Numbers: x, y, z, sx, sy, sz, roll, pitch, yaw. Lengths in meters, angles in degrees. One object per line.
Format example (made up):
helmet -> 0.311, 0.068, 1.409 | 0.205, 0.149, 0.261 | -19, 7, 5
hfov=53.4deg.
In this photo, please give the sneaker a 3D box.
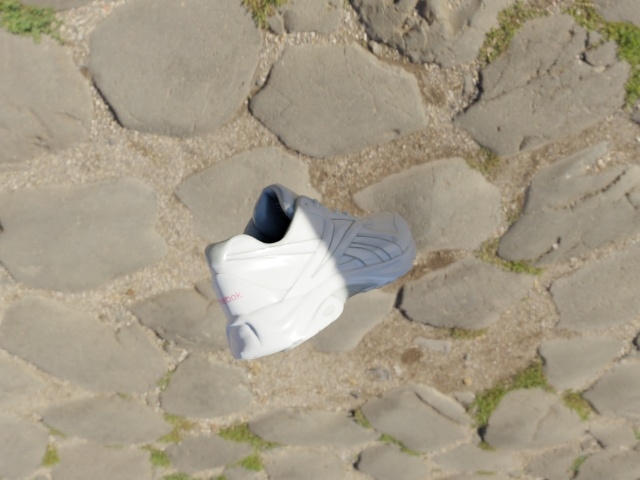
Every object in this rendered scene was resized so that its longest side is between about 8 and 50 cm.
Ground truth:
sneaker -> 0.000, 0.000, 0.521 | 0.090, 0.232, 0.115 | -19, 96, 37
